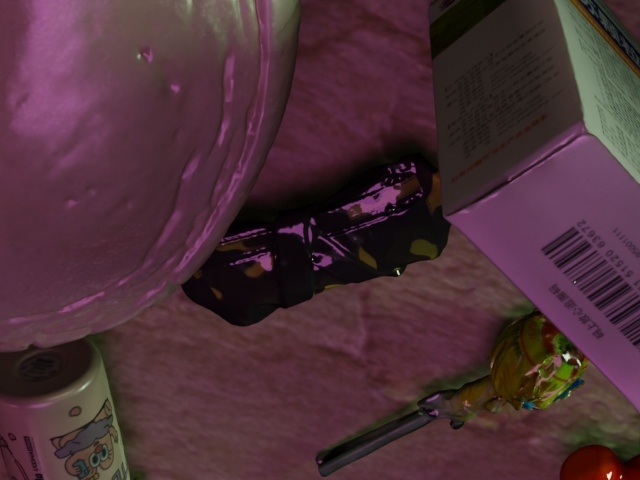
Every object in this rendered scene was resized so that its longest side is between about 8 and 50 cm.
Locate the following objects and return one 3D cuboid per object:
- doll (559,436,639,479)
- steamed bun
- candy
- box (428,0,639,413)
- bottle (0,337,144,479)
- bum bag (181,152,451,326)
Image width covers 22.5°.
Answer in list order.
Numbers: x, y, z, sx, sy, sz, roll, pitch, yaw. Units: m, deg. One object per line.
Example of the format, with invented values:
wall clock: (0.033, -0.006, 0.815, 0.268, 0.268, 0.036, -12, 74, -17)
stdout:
doll: (0.334, 0.287, 1.365, 0.199, 0.105, 0.336, -28, 116, 18)
steamed bun: (-0.133, -0.111, 1.049, 0.236, 0.247, 0.384, 9, 117, -17)
candy: (0.103, 0.137, 1.308, 0.262, 0.073, 0.077, -30, 144, 25)
box: (0.173, -0.053, 1.041, 0.106, 0.299, 0.200, -37, 114, 21)
bottle: (-0.203, 0.181, 1.322, 0.110, 0.097, 0.209, -31, 129, -31)
bum bag: (0.000, 0.000, 1.221, 0.232, 0.060, 0.107, -16, 129, 13)
